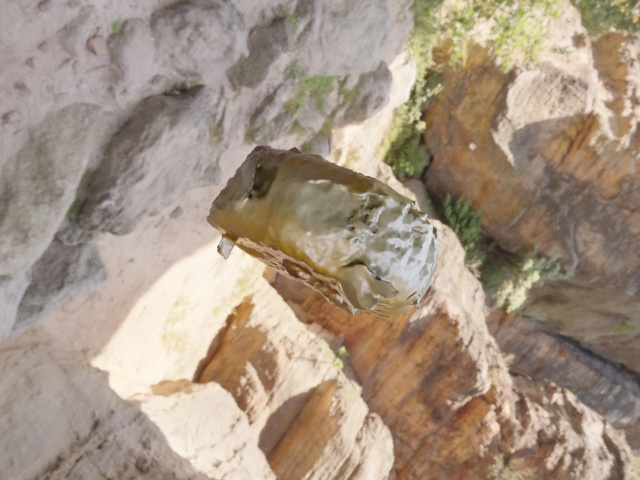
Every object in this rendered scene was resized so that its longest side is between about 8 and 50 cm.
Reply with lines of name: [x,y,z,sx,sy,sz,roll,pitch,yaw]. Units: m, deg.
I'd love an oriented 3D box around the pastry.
pastry: [0.001,0.002,0.538,0.121,0.235,0.257,-64,-167,-12]
